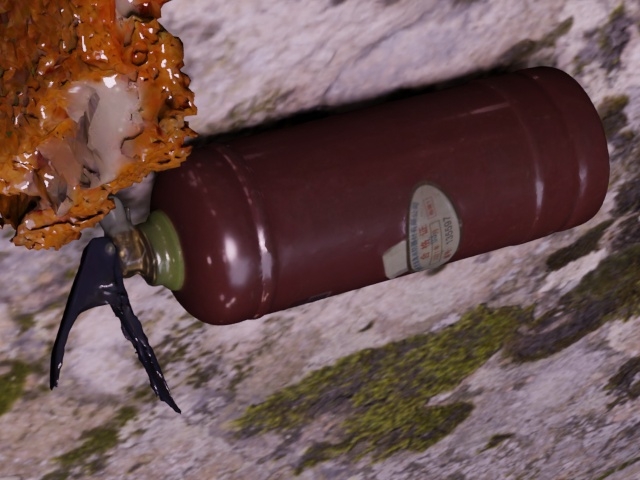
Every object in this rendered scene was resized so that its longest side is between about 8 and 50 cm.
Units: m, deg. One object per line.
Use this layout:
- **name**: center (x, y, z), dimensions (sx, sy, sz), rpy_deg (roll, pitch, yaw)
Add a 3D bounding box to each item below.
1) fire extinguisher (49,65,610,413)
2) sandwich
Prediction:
- **fire extinguisher**: center (0.000, 0.000, 0.978), dimensions (0.344, 0.138, 0.102), rpy_deg (-16, 171, -23)
- **sandwich**: center (-0.132, -0.082, 0.745), dimensions (0.079, 0.159, 0.235), rpy_deg (-8, 163, -40)
